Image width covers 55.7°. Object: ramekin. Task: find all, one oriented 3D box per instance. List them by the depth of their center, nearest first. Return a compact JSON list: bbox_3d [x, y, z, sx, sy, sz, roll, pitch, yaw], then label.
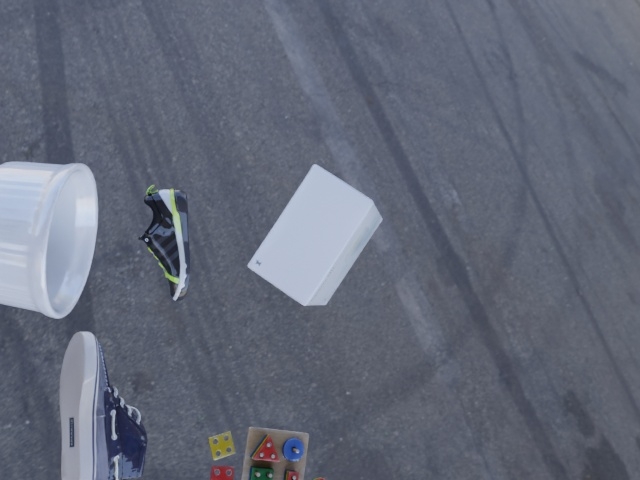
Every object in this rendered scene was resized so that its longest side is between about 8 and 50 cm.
[{"bbox_3d":[-0.501,-0.008,1.069,0.135,0.277,0.277,8,56,-6],"label":"ramekin"}]

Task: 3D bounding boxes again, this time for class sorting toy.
[{"bbox_3d":[-0.098,0.459,1.247,0.275,0.046,0.132,13,74,-18],"label":"sorting toy"}]

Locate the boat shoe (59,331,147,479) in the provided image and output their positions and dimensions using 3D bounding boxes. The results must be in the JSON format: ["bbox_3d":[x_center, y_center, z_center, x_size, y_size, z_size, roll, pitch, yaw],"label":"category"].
[{"bbox_3d":[-0.469,0.371,1.325,0.158,0.127,0.340,9,75,-45],"label":"boat shoe"}]

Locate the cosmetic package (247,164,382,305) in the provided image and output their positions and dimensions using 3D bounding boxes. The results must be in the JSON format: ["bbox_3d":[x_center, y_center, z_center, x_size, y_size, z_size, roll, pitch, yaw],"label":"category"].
[{"bbox_3d":[0.000,0.000,1.176,0.138,0.224,0.225,34,1,13],"label":"cosmetic package"}]

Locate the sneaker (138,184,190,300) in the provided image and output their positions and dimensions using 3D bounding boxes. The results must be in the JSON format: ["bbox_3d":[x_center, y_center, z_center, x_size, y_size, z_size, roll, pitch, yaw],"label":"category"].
[{"bbox_3d":[-0.310,0.005,1.203,0.097,0.084,0.234,-2,101,-12],"label":"sneaker"}]
